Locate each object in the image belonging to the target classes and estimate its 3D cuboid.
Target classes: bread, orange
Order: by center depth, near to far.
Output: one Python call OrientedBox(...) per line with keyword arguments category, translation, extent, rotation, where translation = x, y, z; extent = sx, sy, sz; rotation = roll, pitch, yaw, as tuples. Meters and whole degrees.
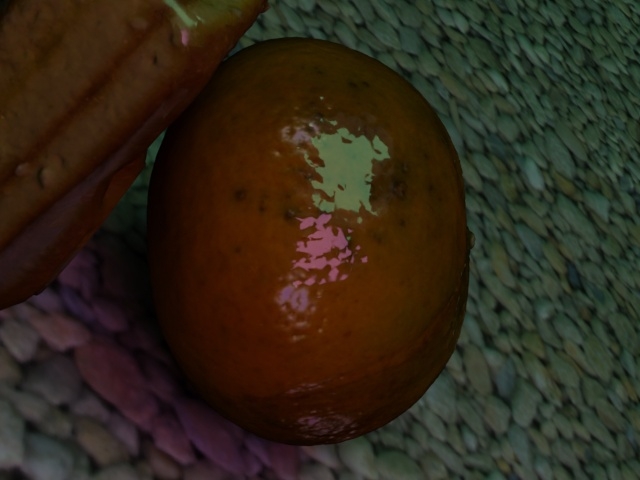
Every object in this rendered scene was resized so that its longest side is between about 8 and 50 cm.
OrientedBox(category="bread", translation=(-0.124, -0.080, 0.792), extent=(0.110, 0.234, 0.184), rotation=(41, 32, -10))
OrientedBox(category="orange", translation=(0.000, 0.000, 0.876), extent=(0.240, 0.171, 0.240), rotation=(1, 90, -78))
